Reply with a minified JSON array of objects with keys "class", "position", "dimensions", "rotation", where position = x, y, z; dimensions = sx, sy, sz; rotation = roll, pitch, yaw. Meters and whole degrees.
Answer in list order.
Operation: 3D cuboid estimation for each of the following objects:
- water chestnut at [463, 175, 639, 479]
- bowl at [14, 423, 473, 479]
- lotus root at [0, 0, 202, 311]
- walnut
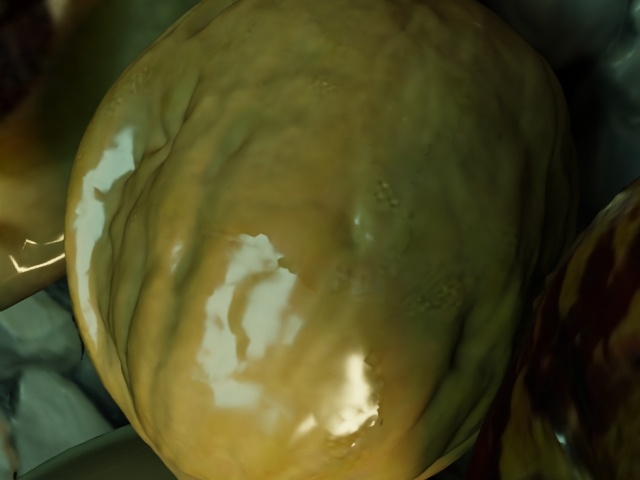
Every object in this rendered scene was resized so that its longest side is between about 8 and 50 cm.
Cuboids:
[{"class":"water chestnut","position":[0.129,0.080,0.410],"dimensions":[0.224,0.238,0.223],"rotation":[26,129,36]},{"class":"bowl","position":[-0.036,0.205,0.516],"dimensions":[0.337,0.157,0.337],"rotation":[-3,78,14]},{"class":"lotus root","position":[-0.152,-0.110,0.470],"dimensions":[0.390,0.375,0.111],"rotation":[74,175,-54]},{"class":"walnut","position":[0.000,0.000,0.509],"dimensions":[0.149,0.166,0.166],"rotation":[28,128,-9]}]
